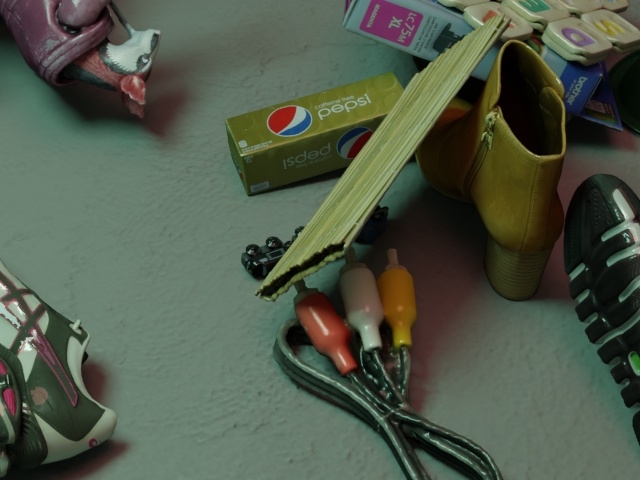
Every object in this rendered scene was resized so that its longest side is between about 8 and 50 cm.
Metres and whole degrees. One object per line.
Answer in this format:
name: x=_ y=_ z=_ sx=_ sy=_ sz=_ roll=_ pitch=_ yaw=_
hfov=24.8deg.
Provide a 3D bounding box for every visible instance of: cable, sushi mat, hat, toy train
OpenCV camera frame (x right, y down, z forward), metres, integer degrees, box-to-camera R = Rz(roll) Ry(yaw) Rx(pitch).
cable: x=0.051 y=0.124 z=1.232 sx=0.139 sy=0.072 sz=0.287 roll=-16 pitch=47 yaw=-13
sushi mat: x=0.060 y=-0.078 z=1.307 sx=0.019 sy=0.151 sz=0.316 roll=42 pitch=57 yaw=-10
hat: x=0.409 y=-0.225 z=1.521 sx=0.208 sy=0.183 sz=0.173 roll=-29 pitch=53 yaw=-28
toy train: x=0.000 y=0.000 z=1.387 sx=0.158 sy=0.027 sz=0.036 roll=-21 pitch=53 yaw=-21

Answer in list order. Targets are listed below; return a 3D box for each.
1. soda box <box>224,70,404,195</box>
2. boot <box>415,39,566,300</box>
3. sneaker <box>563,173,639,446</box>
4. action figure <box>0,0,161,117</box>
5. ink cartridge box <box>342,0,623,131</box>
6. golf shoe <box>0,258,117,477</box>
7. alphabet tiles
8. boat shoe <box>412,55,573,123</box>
soda box: x=0.001 y=-0.108 z=1.458 sx=0.181 sy=0.058 sz=0.061 roll=-17 pitch=47 yaw=-9
boot: x=0.167 y=-0.110 z=1.375 sx=0.104 sy=0.211 sz=0.295 roll=-8 pitch=46 yaw=-11
sneaker: x=0.323 y=0.069 z=1.262 sx=0.163 sy=0.106 sz=0.281 roll=-9 pitch=73 yaw=-26
action figure: x=-0.292 y=-0.271 z=1.463 sx=0.276 sy=0.248 sz=0.370 roll=-23 pitch=69 yaw=-41
ink cartridge box: x=0.177 y=-0.228 z=1.514 sx=0.311 sy=0.065 sz=0.185 roll=21 pitch=32 yaw=-12
golf shoe: x=-0.268 y=0.084 z=1.255 sx=0.120 sy=0.105 sz=0.273 roll=-3 pitch=49 yaw=-29
alphabet tiles: x=0.201 y=-0.277 z=1.523 sx=0.284 sy=0.021 sz=0.278 roll=42 pitch=37 yaw=23
boat shoe: x=0.184 y=-0.169 z=1.549 sx=0.190 sy=0.068 sz=0.072 roll=39 pitch=41 yaw=21
